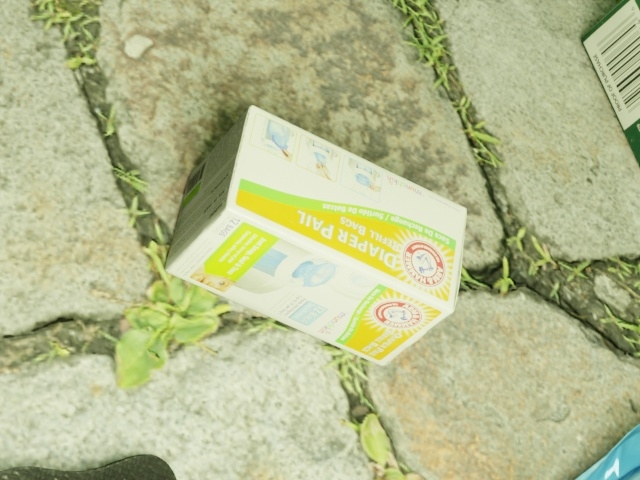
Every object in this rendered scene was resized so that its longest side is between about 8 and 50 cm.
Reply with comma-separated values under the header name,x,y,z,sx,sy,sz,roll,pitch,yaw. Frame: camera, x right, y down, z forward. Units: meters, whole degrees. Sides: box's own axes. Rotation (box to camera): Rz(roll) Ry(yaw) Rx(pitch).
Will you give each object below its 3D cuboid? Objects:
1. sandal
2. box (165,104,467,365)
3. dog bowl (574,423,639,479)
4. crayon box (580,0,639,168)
name,x,y,z,sx,sy,sz,roll,pitch,yaw
sandal,-0.172,0.185,1.074,0.179,0.040,0.067,-2,68,-49
box,0.000,0.000,1.240,0.203,0.114,0.103,25,52,-19
dog bowl,0.238,0.258,1.258,0.297,0.074,0.166,-26,78,-39
crayon box,0.470,-0.081,1.591,0.313,0.106,0.363,-6,66,-36
